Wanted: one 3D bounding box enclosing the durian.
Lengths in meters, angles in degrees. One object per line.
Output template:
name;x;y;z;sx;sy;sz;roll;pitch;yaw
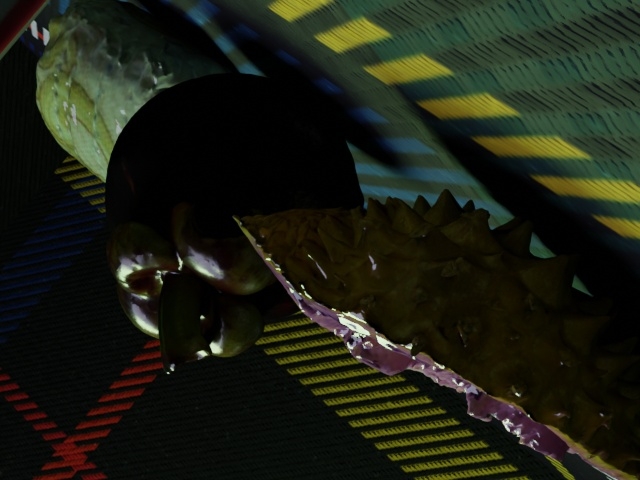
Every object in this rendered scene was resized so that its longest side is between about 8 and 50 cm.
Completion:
durian;0.127;0.057;0.855;0.341;0.112;0.191;32;169;-27

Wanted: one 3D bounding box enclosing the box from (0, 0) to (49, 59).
box;-0.254;-0.151;0.531;0.312;0.314;0.300;41;179;-15

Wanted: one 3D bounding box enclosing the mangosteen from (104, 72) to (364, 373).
mangosteen;-0.074;-0.009;1.042;0.194;0.230;0.194;22;147;15

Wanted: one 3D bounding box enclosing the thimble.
thimble;-0.150;-0.116;1.240;0.143;0.137;0.190;38;165;27
